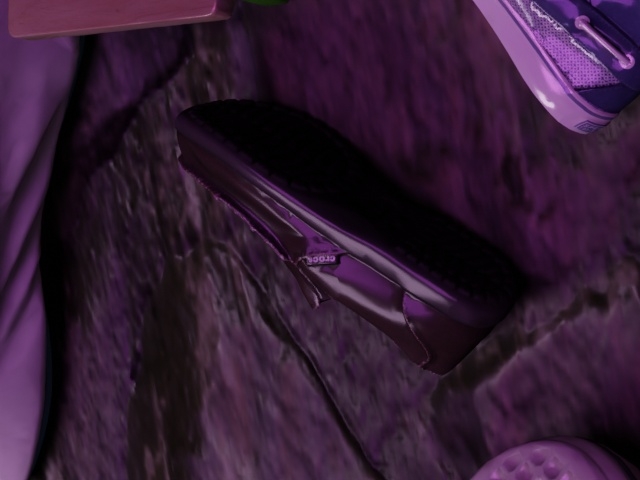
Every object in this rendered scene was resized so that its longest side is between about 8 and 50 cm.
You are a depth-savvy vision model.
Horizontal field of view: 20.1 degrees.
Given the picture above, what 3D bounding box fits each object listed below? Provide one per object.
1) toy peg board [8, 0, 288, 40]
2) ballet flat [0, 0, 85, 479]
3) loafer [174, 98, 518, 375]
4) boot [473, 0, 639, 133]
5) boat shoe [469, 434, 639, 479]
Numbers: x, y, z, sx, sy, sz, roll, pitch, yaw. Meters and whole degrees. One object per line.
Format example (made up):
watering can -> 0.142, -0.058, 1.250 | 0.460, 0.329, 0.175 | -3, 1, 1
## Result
toy peg board -> -0.089, -0.192, 1.003 | 0.161, 0.079, 0.161 | 0, 87, 39
ballet flat -> -0.241, 0.009, 1.137 | 0.139, 0.139, 0.400 | 27, 119, 31
loafer -> 0.000, 0.000, 0.969 | 0.220, 0.080, 0.078 | 37, 123, 25
boot -> 0.104, -0.150, 0.857 | 0.086, 0.069, 0.190 | -39, 85, 32
boat shoe -> 0.160, 0.345, 0.899 | 0.187, 0.156, 0.500 | -17, 80, 44
